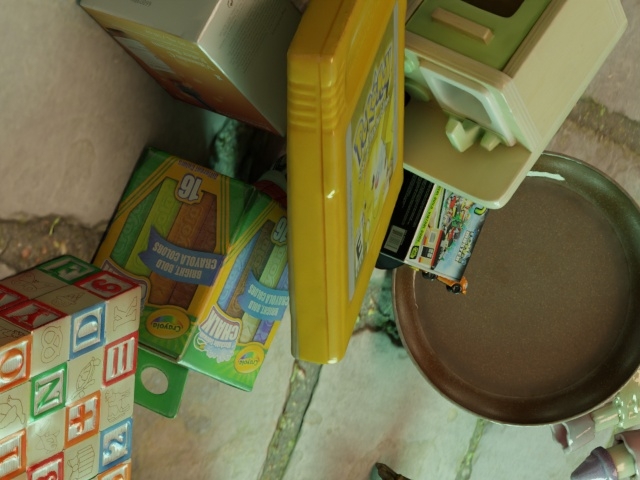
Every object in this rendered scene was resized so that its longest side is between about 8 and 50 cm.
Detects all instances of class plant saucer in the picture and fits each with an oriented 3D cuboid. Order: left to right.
[{"bbox_3d":[0.230,0.053,2.024,0.050,0.311,0.310,-174,-74,-84],"label":"plant saucer"}]

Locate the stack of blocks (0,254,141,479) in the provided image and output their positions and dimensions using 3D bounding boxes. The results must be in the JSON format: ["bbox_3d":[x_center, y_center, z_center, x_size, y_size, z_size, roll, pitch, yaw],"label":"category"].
[{"bbox_3d":[-0.247,0.181,1.517,0.171,0.087,0.297,-25,128,-48],"label":"stack of blocks"}]

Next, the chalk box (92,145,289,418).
[{"bbox_3d":[-0.118,0.048,1.591,0.132,0.132,0.213,33,79,-58],"label":"chalk box"}]

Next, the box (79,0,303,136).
[{"bbox_3d":[-0.093,-0.177,1.497,0.091,0.130,0.170,-62,147,-11],"label":"box"}]

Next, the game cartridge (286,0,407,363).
[{"bbox_3d":[0.028,-0.103,1.551,0.285,0.053,0.323,-70,165,-48],"label":"game cartridge"}]

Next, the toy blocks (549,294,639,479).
[{"bbox_3d":[0.302,0.135,2.244,0.260,0.309,0.288,-19,117,-11],"label":"toy blocks"}]

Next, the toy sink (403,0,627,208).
[{"bbox_3d":[0.156,-0.176,1.706,0.234,0.153,0.131,-54,146,-11],"label":"toy sink"}]

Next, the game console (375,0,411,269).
[{"bbox_3d":[0.141,-0.183,1.858,0.386,0.060,0.342,-48,151,-23],"label":"game console"}]

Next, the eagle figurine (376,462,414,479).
[{"bbox_3d":[0.076,0.388,2.019,0.225,0.226,0.298,43,48,-19],"label":"eagle figurine"}]

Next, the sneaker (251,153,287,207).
[{"bbox_3d":[0.000,0.000,1.782,0.092,0.088,0.225,-54,145,-25],"label":"sneaker"}]

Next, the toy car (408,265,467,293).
[{"bbox_3d":[0.134,0.028,1.937,0.040,0.060,0.122,-61,169,-2],"label":"toy car"}]

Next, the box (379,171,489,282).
[{"bbox_3d":[0.140,-0.068,1.847,0.114,0.036,0.207,19,93,-52],"label":"box"}]
